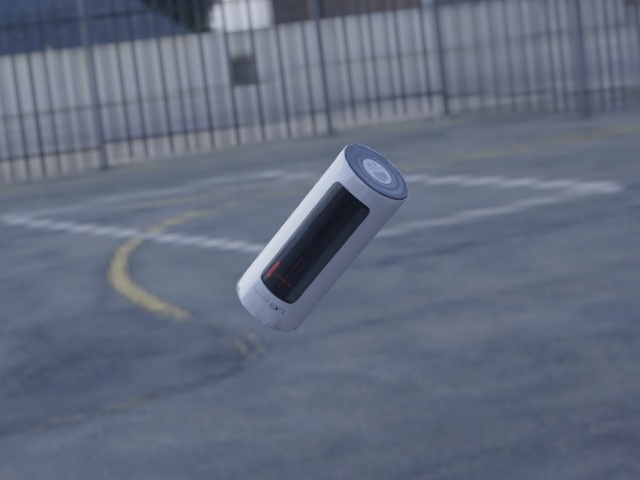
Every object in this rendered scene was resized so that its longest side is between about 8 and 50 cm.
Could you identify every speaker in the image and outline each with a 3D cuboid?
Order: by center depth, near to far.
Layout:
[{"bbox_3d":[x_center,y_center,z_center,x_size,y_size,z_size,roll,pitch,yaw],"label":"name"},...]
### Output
[{"bbox_3d":[0.000,0.000,1.146,0.136,0.055,0.055,-50,-15,27],"label":"speaker"}]
